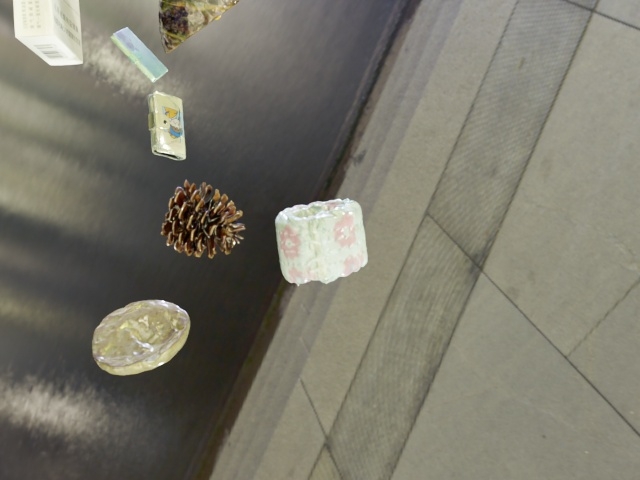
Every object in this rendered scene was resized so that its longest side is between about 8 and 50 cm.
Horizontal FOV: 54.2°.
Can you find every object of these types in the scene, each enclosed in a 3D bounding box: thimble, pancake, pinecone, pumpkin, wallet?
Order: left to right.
[{"bbox_3d":[-0.433,0.232,1.500,0.242,0.242,0.050,-125,27,-50],"label":"pancake"},{"bbox_3d":[-0.382,-0.288,1.571,0.039,0.110,0.155,-10,82,29],"label":"wallet"},{"bbox_3d":[-0.247,-0.459,1.127,0.278,0.163,0.111,-20,29,36],"label":"pumpkin"},{"bbox_3d":[-0.241,-0.036,1.337,0.163,0.165,0.163,20,-90,-82],"label":"pinecone"},{"bbox_3d":[0.000,0.000,1.302,0.211,0.185,0.149,-67,-30,-78],"label":"thimble"}]

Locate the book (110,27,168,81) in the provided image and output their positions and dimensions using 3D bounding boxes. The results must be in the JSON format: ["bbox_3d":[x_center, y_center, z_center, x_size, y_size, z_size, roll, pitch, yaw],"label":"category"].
[{"bbox_3d":[-0.427,-0.440,1.479,0.017,0.135,0.103,-37,18,21],"label":"book"}]

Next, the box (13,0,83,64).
[{"bbox_3d":[-0.508,-0.476,1.159,0.164,0.069,0.257,149,116,-86],"label":"box"}]
